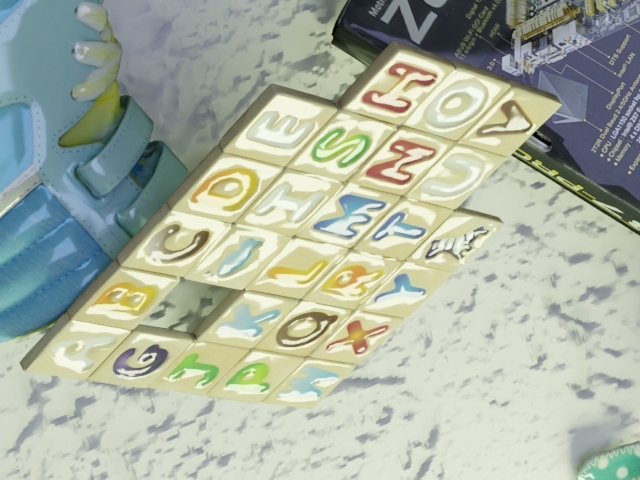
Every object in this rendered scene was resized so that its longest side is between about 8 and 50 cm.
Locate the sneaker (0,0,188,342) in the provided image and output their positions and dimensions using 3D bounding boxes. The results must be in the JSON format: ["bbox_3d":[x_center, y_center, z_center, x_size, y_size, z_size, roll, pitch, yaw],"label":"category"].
[{"bbox_3d":[-0.119,-0.095,0.936,0.208,0.127,0.319,33,98,-17],"label":"sneaker"}]

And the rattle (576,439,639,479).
[{"bbox_3d":[0.247,0.094,1.126,0.130,0.143,0.199,31,106,12],"label":"rattle"}]

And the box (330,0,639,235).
[{"bbox_3d":[0.239,-0.187,0.998,0.318,0.097,0.395,31,89,-3],"label":"box"}]

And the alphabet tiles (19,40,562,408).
[{"bbox_3d":[0.000,0.000,0.937,0.198,0.009,0.237,13,131,-45],"label":"alphabet tiles"}]
